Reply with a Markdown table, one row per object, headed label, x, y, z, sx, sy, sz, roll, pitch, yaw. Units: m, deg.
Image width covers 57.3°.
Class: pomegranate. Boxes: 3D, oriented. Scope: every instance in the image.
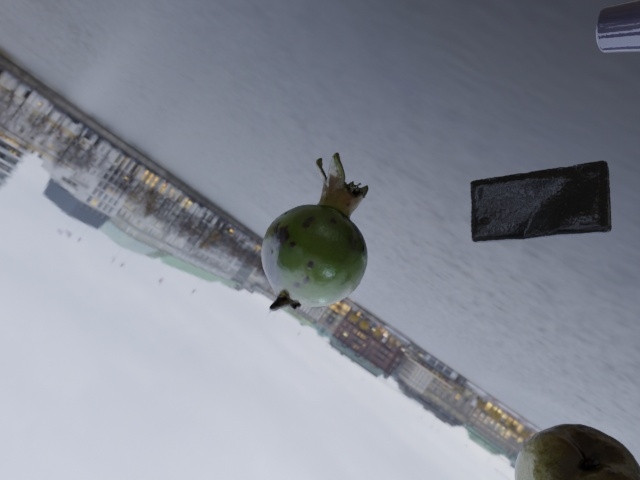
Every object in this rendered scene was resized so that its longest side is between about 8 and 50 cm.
| label | x | y | z | sx | sy | sz | roll | pitch | yaw |
| --- | --- | --- | --- | --- | --- | --- | --- | --- | --- |
| pomegranate | -0.007 | -0.011 | 0.806 | 0.156 | 0.220 | 0.156 | 1 | 166 | 0 |

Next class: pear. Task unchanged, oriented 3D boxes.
| label | x | y | z | sx | sy | sz | roll | pitch | yaw |
| --- | --- | --- | --- | --- | --- | --- | --- | --- | --- |
| pear | 0.346 | 0.326 | 0.776 | 0.167 | 0.136 | 0.167 | 5 | -146 | -3 |

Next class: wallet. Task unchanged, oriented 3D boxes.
| label | x | y | z | sx | sy | sz | roll | pitch | yaw |
| --- | --- | --- | --- | --- | --- | --- | --- | --- | --- |
| wallet | 0.378 | -0.062 | 1.028 | 0.244 | 0.124 | 0.025 | -6 | 167 | 41 |

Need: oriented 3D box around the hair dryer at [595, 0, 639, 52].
| label | x | y | z | sx | sy | sz | roll | pitch | yaw |
| --- | --- | --- | --- | --- | --- | --- | --- | --- | --- |
| hair dryer | 0.559 | -0.197 | 0.781 | 0.301 | 0.121 | 0.361 | 10 | 147 | 46 |
